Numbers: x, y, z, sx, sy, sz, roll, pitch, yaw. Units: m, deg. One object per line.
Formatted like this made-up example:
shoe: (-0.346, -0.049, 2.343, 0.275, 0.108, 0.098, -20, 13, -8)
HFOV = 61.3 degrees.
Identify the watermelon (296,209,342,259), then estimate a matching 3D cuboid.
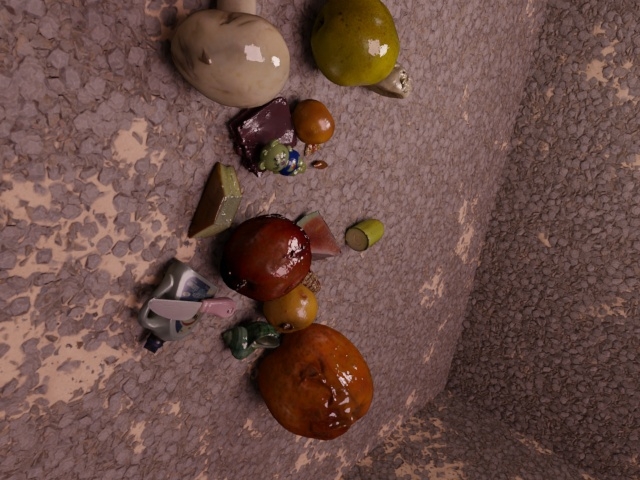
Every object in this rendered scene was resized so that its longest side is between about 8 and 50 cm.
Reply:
watermelon: (-0.012, -0.008, 2.078, 0.136, 0.202, 0.207, -92, -156, -81)

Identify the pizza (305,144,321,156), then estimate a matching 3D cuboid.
pizza: (-0.028, -0.334, 1.952, 0.083, 0.025, 0.078, 33, 82, -55)

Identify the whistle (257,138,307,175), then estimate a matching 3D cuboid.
whistle: (-0.114, -0.252, 1.720, 0.227, 0.085, 0.105, 15, 110, -56)

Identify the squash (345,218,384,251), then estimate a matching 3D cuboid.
squash: (0.210, -0.037, 2.365, 0.187, 0.123, 0.123, -33, 135, -41)

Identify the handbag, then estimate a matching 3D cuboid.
handbag: (-0.182, -0.336, 1.715, 0.216, 0.074, 0.203, -45, 141, -22)

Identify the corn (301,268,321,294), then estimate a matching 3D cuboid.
corn: (-0.062, 0.149, 2.156, 0.086, 0.086, 0.253, -54, 144, -14)

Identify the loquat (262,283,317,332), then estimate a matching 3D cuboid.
loquat: (-0.115, 0.252, 2.049, 0.208, 0.208, 0.208, -30, 132, -39)

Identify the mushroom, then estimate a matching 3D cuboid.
mushroom: (-0.218, -0.530, 1.408, 0.314, 0.315, 0.335, 16, 77, -54)

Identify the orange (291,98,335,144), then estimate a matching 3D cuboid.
orange: (-0.028, -0.393, 1.808, 0.136, 0.159, 0.159, -34, 141, 0)

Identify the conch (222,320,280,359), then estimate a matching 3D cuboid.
conch: (-0.257, 0.363, 1.986, 0.188, 0.176, 0.121, -17, 83, -22)

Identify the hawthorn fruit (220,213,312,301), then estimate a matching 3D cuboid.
hawthorn fruit: (-0.184, 0.059, 1.784, 0.316, 0.316, 0.315, -30, 132, -39)

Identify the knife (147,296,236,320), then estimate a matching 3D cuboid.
knife: (-0.393, 0.207, 1.643, 0.336, 0.043, 0.081, 10, 111, -51)

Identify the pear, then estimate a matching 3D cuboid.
pear: (0.106, -0.641, 1.731, 0.294, 0.294, 0.294, -30, 132, -39)

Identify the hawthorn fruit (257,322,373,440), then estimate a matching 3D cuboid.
hawthorn fruit: (-0.013, 0.576, 2.190, 0.472, 0.472, 0.471, -30, 132, -39)

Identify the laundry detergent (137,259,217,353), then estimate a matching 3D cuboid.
laundry detergent: (-0.462, 0.215, 1.671, 0.280, 0.105, 0.215, -54, 146, -11)

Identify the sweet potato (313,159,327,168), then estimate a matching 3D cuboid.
sweet potato: (0.002, -0.283, 2.016, 0.095, 0.034, 0.034, -13, 121, -59)

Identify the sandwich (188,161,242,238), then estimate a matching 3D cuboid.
sandwich: (-0.316, -0.108, 1.671, 0.094, 0.096, 0.257, 8, 107, -59)

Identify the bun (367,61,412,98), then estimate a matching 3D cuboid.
bun: (0.252, -0.605, 1.996, 0.178, 0.193, 0.127, 12, 101, -58)
